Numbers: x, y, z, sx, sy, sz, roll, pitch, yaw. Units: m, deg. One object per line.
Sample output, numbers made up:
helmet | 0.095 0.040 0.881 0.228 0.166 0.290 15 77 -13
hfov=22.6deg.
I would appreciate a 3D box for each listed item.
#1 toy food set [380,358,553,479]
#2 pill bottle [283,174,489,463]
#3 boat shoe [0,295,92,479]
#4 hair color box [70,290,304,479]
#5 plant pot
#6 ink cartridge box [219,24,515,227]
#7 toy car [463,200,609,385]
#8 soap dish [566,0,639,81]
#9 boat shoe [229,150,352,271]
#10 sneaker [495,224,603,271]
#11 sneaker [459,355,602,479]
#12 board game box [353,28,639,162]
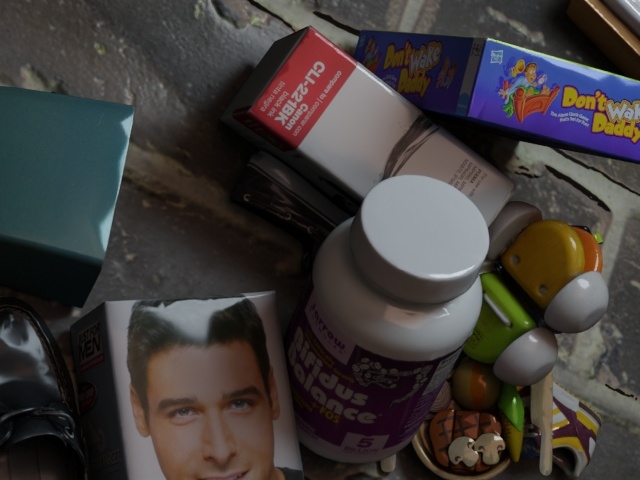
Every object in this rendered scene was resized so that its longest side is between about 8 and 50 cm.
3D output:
toy food set | 0.156 0.193 1.711 0.192 0.038 0.132 0 78 1
pill bottle | 0.060 0.077 1.574 0.169 0.301 0.169 8 50 -10
boat shoe | -0.275 0.210 1.515 0.127 0.113 0.340 3 75 -24
hair color box | -0.120 0.246 1.573 0.185 0.113 0.374 -3 76 -27
plant pot | -0.319 -0.057 1.549 0.234 0.165 0.166 14 70 -12
ink cartridge box | 0.046 -0.094 1.687 0.273 0.197 0.114 36 85 -11
toy car | 0.225 0.056 1.702 0.159 0.182 0.136 51 24 26
soap dish | 0.454 -0.309 1.986 0.229 0.118 0.291 44 63 -7
boat shoe | 0.000 0.000 1.724 0.228 0.080 0.076 39 81 -13
sneaker | 0.211 0.018 1.796 0.234 0.097 0.084 -16 82 -27
sneaker | 0.228 0.193 1.770 0.185 0.069 0.084 30 60 -13
board game box | 0.197 -0.154 1.698 0.233 0.347 0.078 13 94 -21
